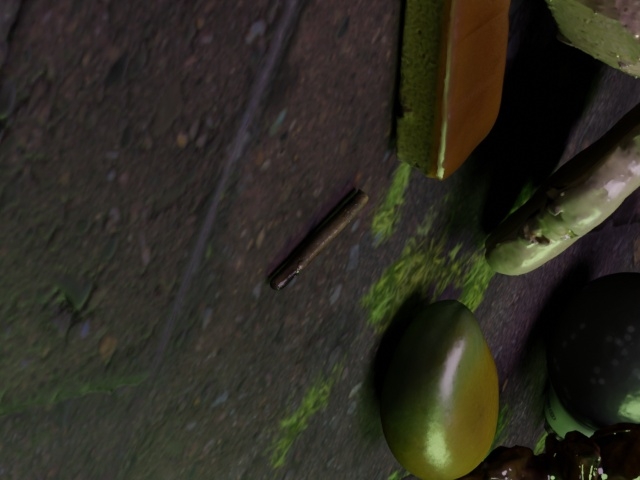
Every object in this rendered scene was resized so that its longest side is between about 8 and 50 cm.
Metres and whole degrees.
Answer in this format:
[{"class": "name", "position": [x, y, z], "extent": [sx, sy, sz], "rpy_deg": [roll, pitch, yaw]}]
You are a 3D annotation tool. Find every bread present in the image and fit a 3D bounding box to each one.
[{"class": "bread", "position": [0.095, -0.150, 1.046], "extent": [0.088, 0.049, 0.226], "rpy_deg": [-42, 149, -36]}, {"class": "bread", "position": [0.260, -0.071, 1.289], "extent": [0.316, 0.054, 0.316], "rpy_deg": [-41, 178, -2]}]

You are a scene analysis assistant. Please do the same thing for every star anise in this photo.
[{"class": "star anise", "position": [0.253, 0.248, 1.591], "extent": [0.288, 0.288, 0.088], "rpy_deg": [50, 27, -64]}]

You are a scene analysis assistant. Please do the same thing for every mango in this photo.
[{"class": "mango", "position": [0.107, 0.133, 1.323], "extent": [0.130, 0.092, 0.195], "rpy_deg": [-37, 142, -39]}]

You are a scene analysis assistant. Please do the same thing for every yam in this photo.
[{"class": "yam", "position": [0.000, 0.000, 1.066], "extent": [0.107, 0.014, 0.014], "rpy_deg": [-46, 152, -29]}]

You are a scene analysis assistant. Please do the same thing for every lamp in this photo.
[{"class": "lamp", "position": [0.321, 0.170, 1.697], "extent": [0.182, 0.182, 0.314], "rpy_deg": [-37, 158, -42]}]

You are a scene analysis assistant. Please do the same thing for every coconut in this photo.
[{"class": "coconut", "position": [0.258, -0.207, 1.125], "extent": [0.194, 0.194, 0.194], "rpy_deg": [-44, 151, -33]}]
